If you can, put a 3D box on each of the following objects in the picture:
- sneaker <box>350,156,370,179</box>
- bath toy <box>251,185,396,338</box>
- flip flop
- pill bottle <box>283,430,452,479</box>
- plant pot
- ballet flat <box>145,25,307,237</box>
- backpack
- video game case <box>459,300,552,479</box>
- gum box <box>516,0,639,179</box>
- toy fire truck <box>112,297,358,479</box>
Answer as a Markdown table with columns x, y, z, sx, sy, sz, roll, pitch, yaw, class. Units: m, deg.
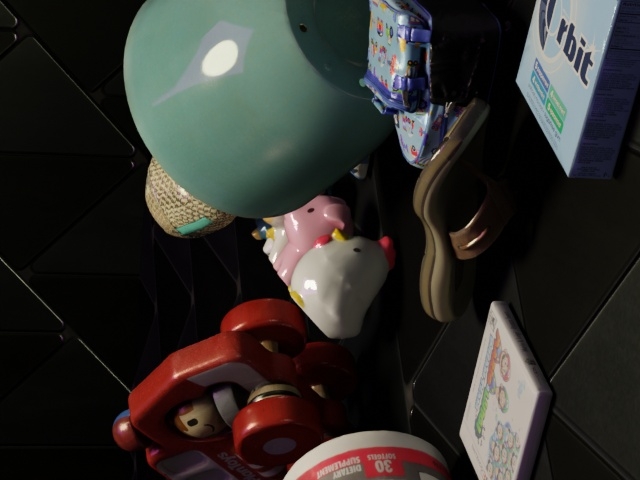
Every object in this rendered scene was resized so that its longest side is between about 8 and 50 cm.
| x | y | z | sx | sy | sz | roll | pitch | yaw | class |
| --- | --- | --- | --- | --- | --- | --- | --- | --- | --- |
| -0.008 | -0.098 | 2.193 | 0.053 | 0.144 | 0.059 | -35 | -58 | -63 | sneaker |
| 0.000 | 0.000 | 2.177 | 0.151 | 0.129 | 0.348 | 49 | -178 | -20 | bath toy |
| 0.140 | -0.020 | 1.696 | 0.112 | 0.080 | 0.277 | -52 | -26 | -36 | flip flop |
| 0.067 | 0.351 | 1.748 | 0.319 | 0.176 | 0.176 | -103 | 20 | -44 | pill bottle |
| -0.027 | -0.195 | 1.991 | 0.235 | 0.293 | 0.293 | -25 | 62 | 51 | plant pot |
| -0.071 | -0.224 | 2.322 | 0.182 | 0.164 | 0.483 | -8 | 57 | 53 | ballet flat |
| 0.107 | -0.146 | 1.769 | 0.158 | 0.116 | 0.173 | -117 | 29 | -63 | backpack |
| 0.167 | 0.159 | 1.692 | 0.143 | 0.019 | 0.157 | -111 | 26 | -55 | video game case |
| 0.215 | -0.168 | 1.494 | 0.157 | 0.041 | 0.184 | -108 | 25 | -53 | gum box |
| -0.095 | 0.212 | 2.133 | 0.302 | 0.253 | 0.169 | 43 | -151 | -49 | toy fire truck |
